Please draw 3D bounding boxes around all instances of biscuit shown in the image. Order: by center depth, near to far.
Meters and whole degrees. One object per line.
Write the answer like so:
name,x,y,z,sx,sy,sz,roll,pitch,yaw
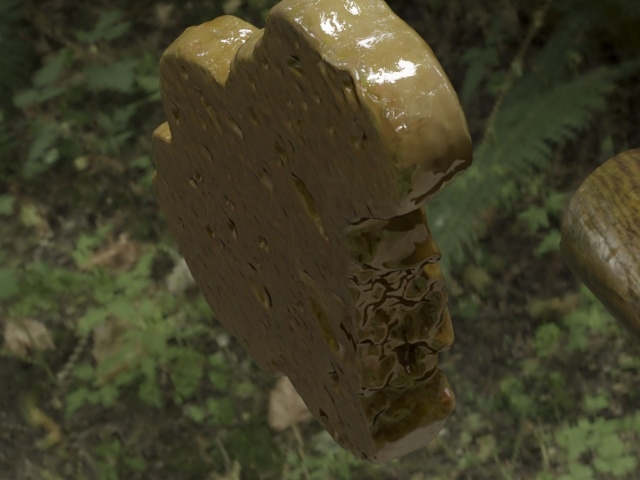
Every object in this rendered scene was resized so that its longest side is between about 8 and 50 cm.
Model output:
biscuit,-0.003,-0.009,0.588,0.047,0.320,0.183,-31,76,-16

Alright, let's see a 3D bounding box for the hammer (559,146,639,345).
hammer,0.134,0.034,0.483,0.242,0.095,0.409,-49,13,8
